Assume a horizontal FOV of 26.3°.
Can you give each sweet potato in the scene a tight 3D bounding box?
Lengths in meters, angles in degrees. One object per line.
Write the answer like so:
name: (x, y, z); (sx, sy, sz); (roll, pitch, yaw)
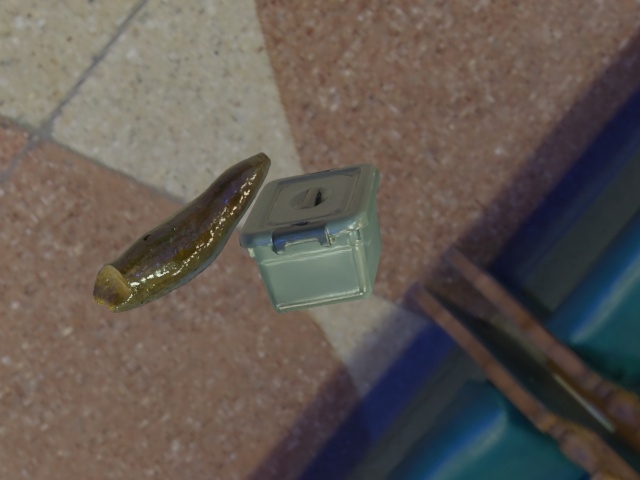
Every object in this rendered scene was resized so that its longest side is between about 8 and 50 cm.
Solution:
sweet potato: (-0.135, -0.004, 1.457); (0.244, 0.077, 0.077); (-38, 145, -16)

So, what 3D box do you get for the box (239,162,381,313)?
box: (0.000, 0.000, 1.305); (0.124, 0.172, 0.092); (-10, 110, 12)
